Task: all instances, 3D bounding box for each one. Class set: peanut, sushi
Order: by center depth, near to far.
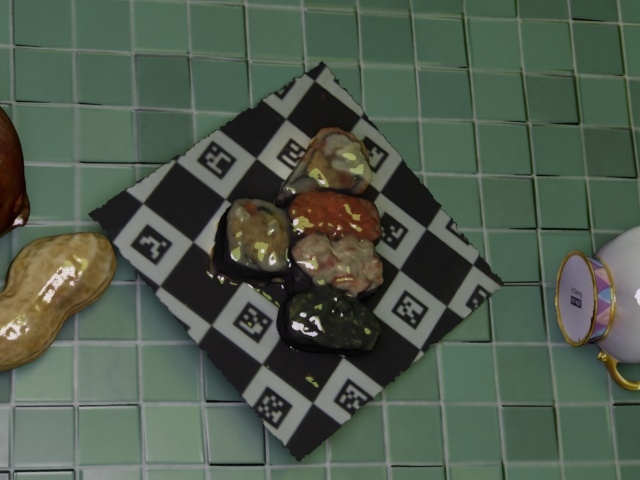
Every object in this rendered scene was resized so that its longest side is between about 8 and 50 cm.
[{"bbox_3d":[-0.279,0.059,1.647,0.089,0.089,0.193,44,67,1],"label":"peanut"},{"bbox_3d":[0.000,0.000,1.711,0.339,0.069,0.320,-36,85,-32],"label":"sushi"}]

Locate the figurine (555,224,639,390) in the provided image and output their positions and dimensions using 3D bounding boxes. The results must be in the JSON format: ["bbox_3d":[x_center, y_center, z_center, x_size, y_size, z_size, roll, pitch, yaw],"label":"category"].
[{"bbox_3d":[0.386,0.065,1.792,0.263,0.142,0.190,2,104,-16],"label":"figurine"}]

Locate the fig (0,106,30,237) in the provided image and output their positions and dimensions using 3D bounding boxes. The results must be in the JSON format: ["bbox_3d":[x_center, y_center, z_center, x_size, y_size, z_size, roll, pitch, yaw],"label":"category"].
[{"bbox_3d":[-0.364,-0.056,1.614,0.205,0.205,0.205,4,72,-13],"label":"fig"}]
